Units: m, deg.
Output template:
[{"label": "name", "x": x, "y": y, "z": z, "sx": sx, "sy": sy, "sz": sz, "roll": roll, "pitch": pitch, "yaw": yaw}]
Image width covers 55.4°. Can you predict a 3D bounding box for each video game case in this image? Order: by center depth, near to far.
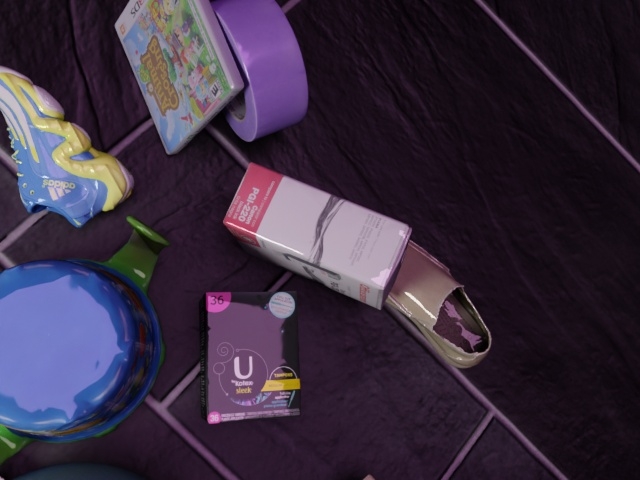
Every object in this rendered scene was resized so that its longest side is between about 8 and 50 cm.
[{"label": "video game case", "x": -0.196, "y": -0.251, "z": 0.816, "sx": 0.023, "sy": 0.193, "sz": 0.213, "roll": -19, "pitch": 84, "yaw": -43}]

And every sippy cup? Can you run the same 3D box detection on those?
[{"label": "sippy cup", "x": -0.296, "y": 0.120, "z": 0.690, "sx": 0.240, "sy": 0.224, "sz": 0.306, "roll": 1, "pitch": 79, "yaw": -15}]

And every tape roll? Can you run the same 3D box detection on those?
[{"label": "tape roll", "x": -0.096, "y": -0.238, "z": 0.839, "sx": 0.080, "sy": 0.189, "sz": 0.189, "roll": -24, "pitch": 86, "yaw": -19}]

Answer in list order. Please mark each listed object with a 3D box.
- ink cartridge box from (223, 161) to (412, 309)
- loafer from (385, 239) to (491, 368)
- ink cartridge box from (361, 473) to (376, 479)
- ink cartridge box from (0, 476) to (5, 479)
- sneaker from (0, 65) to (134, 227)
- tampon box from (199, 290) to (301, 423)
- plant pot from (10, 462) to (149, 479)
[{"label": "ink cartridge box", "x": 0.000, "y": 0.000, "z": 0.801, "sx": 0.217, "sy": 0.158, "sz": 0.092, "roll": 21, "pitch": 77, "yaw": 10}, {"label": "loafer", "x": 0.159, "y": 0.076, "z": 0.896, "sx": 0.268, "sy": 0.092, "sz": 0.102, "roll": 44, "pitch": 71, "yaw": -3}, {"label": "ink cartridge box", "x": 0.039, "y": 0.446, "z": 0.749, "sx": 0.234, "sy": 0.088, "sz": 0.193, "roll": -37, "pitch": 63, "yaw": -19}, {"label": "ink cartridge box", "x": -0.404, "y": 0.397, "z": 0.697, "sx": 0.181, "sy": 0.056, "sz": 0.225, "roll": 39, "pitch": 66, "yaw": -5}, {"label": "sneaker", "x": -0.367, "y": -0.113, "z": 0.789, "sx": 0.240, "sy": 0.091, "sz": 0.126, "roll": 41, "pitch": 72, "yaw": -5}, {"label": "tampon box", "x": -0.096, "y": 0.151, "z": 0.803, "sx": 0.120, "sy": 0.101, "sz": 0.161, "roll": 0, "pitch": 78, "yaw": -16}, {"label": "plant pot", "x": -0.231, "y": 0.360, "z": 0.613, "sx": 0.290, "sy": 0.195, "sz": 0.290, "roll": 22, "pitch": 51, "yaw": -30}]
